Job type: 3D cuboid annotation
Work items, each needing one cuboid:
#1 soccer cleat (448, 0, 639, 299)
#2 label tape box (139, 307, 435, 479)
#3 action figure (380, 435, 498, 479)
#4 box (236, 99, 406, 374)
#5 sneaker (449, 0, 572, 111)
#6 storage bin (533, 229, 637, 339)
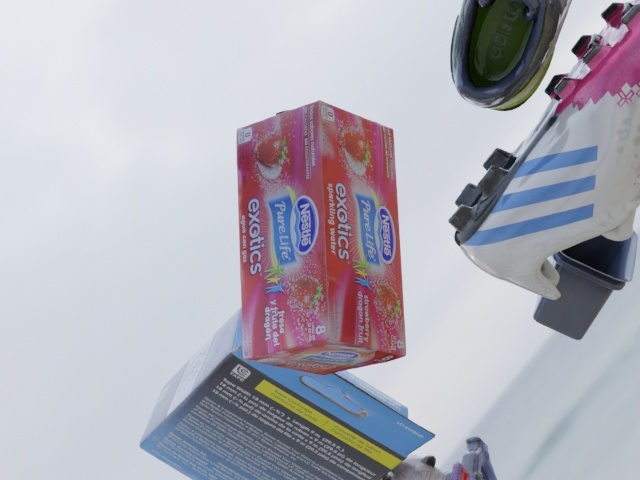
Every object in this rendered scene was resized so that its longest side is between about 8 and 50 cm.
[{"bbox_3d":[0.254,-0.087,1.647,0.331,0.143,0.116,-52,6,28],"label":"soccer cleat"},{"bbox_3d":[-0.032,0.198,2.147,0.333,0.240,0.106,-45,17,48],"label":"label tape box"},{"bbox_3d":[0.130,0.408,2.198,0.341,0.178,0.330,-73,-26,-61],"label":"action figure"},{"bbox_3d":[0.000,0.000,1.902,0.122,0.257,0.128,-16,-21,38],"label":"box"},{"bbox_3d":[0.184,-0.243,1.562,0.121,0.111,0.300,-55,-20,-72],"label":"sneaker"},{"bbox_3d":[0.257,0.032,1.868,0.135,0.098,0.091,-65,-1,-63],"label":"storage bin"}]
